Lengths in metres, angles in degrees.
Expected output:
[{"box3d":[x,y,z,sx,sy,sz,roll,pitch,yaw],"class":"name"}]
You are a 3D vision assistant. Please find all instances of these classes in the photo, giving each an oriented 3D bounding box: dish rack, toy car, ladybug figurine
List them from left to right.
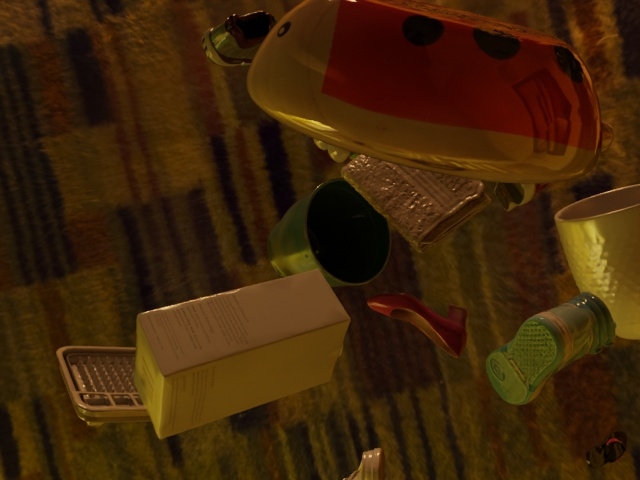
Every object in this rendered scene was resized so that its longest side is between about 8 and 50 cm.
[{"box3d":[-0.511,0.372,1.711,0.285,0.333,0.072,7,106,-33],"class":"dish rack"},{"box3d":[0.085,-0.267,1.709,0.159,0.182,0.136,12,112,-36],"class":"toy car"},{"box3d":[0.139,-0.192,0.811,0.449,0.305,0.162,12,116,-3],"class":"ladybug figurine"}]

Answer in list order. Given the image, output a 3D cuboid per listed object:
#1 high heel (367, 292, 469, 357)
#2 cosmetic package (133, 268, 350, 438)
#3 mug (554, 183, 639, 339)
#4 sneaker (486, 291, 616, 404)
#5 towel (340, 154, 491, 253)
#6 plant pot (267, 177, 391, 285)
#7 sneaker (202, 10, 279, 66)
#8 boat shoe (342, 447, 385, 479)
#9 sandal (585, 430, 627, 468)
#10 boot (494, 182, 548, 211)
[{"box3d":[0.219,0.196,1.560,0.244,0.082,0.117,11,63,11],"class":"high heel"},{"box3d":[-0.152,0.215,1.316,0.385,0.156,0.217,-13,139,-30],"class":"cosmetic package"},{"box3d":[0.787,0.047,1.594,0.374,0.276,0.328,-14,99,37],"class":"mug"},{"box3d":[0.470,0.215,1.341,0.208,0.319,0.127,-21,67,-20],"class":"sneaker"},{"box3d":[0.184,-0.114,1.339,0.187,0.049,0.282,-37,54,-8],"class":"towel"},{"box3d":[0.000,0.000,1.757,0.271,0.255,0.271,9,74,-34],"class":"plant pot"},{"box3d":[-0.075,-0.325,1.084,0.223,0.098,0.083,-18,88,-40],"class":"sneaker"},{"box3d":[0.055,0.459,1.159,0.096,0.098,0.277,11,124,7],"class":"boat shoe"},{"box3d":[0.735,0.532,1.698,0.179,0.040,0.067,-10,80,-39],"class":"sandal"},{"box3d":[0.491,-0.151,1.509,0.176,0.244,0.088,-31,82,5],"class":"boot"}]
